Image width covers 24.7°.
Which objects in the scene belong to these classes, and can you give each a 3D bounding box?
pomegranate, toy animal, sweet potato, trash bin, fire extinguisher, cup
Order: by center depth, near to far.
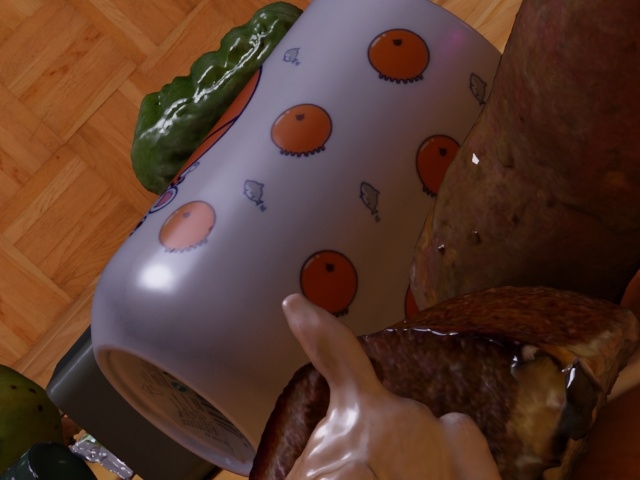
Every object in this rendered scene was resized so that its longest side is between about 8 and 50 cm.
[{"bbox_3d":[-0.002,0.133,0.639,0.104,0.184,0.185,-23,-12,-34],"label":"toy animal"},{"bbox_3d":[0.144,-0.073,0.696,0.131,0.131,0.336,-55,-8,-41],"label":"sweet potato"},{"bbox_3d":[-0.006,0.000,1.038,0.317,0.212,0.212,-54,13,-24],"label":"cup"},{"bbox_3d":[-0.094,0.076,1.224,0.240,0.164,0.122,-46,10,5],"label":"trash bin"},{"bbox_3d":[-0.360,0.331,1.459,0.311,0.114,0.095,-44,51,16],"label":"fire extinguisher"},{"bbox_3d":[-0.371,0.227,1.699,0.246,0.198,0.198,-30,-1,-38],"label":"pomegranate"}]

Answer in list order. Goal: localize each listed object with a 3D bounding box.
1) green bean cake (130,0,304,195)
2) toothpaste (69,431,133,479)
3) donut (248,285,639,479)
[{"bbox_3d":[-0.033,-0.077,1.322,0.222,0.248,0.125,-43,12,5],"label":"green bean cake"},{"bbox_3d":[-0.156,0.144,1.509,0.248,0.078,0.047,-50,-29,-33],"label":"toothpaste"},{"bbox_3d":[0.063,0.080,0.699,0.126,0.144,0.186,-27,-35,-51],"label":"donut"}]
